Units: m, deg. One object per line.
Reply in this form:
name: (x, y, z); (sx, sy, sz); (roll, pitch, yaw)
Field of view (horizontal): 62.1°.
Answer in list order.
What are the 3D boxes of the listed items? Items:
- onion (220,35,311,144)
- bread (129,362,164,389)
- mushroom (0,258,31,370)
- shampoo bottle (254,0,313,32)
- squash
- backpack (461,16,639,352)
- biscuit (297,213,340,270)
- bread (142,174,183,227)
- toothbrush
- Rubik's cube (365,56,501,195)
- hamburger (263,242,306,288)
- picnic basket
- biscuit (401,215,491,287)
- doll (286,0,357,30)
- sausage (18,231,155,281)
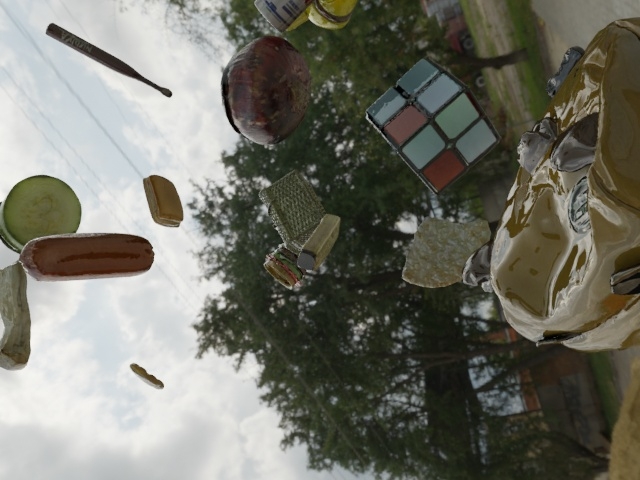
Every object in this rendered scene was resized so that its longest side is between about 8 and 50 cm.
onion: (-0.127, -0.349, 1.250); (0.246, 0.190, 0.246); (-27, -57, -50)
bread: (-0.444, 0.347, 1.354); (0.024, 0.110, 0.110); (-54, -48, -27)
mushroom: (-0.555, 0.133, 0.959); (0.054, 0.059, 0.201); (109, 157, -81)
shampoo bottle: (-0.006, -0.588, 1.142); (0.092, 0.303, 0.092); (45, -162, -19)
squash: (-0.775, -0.061, 1.484); (0.220, 0.133, 0.220); (15, -112, -41)
backpack: (0.319, -0.060, 0.597); (0.353, 0.201, 0.377); (105, -178, -54)
biscuit: (0.000, 0.000, 1.191); (0.188, 0.052, 0.056); (-57, -20, -56)
bread: (-0.524, -0.136, 1.782); (0.116, 0.077, 0.200); (11, -132, -49)
toothbrush: (-0.591, -0.505, 1.511); (0.364, 0.041, 0.040); (25, -139, -23)
Rubik's cube: (0.229, -0.234, 1.096); (0.183, 0.180, 0.167); (40, -166, -41)
hamburger: (-0.112, 0.085, 1.941); (0.137, 0.175, 0.175); (-47, -51, -19)
picnic basket: (-0.074, -0.080, 1.591); (0.196, 0.154, 0.134); (60, -172, 21)
biscuit: (0.324, 0.022, 1.402); (0.188, 0.266, 0.040); (62, -173, 15)
doll: (0.066, -0.624, 1.324); (0.145, 0.363, 0.199); (59, -156, -21)
sausage: (-0.350, 0.025, 0.810); (0.198, 0.076, 0.076); (-3, -105, -47)
